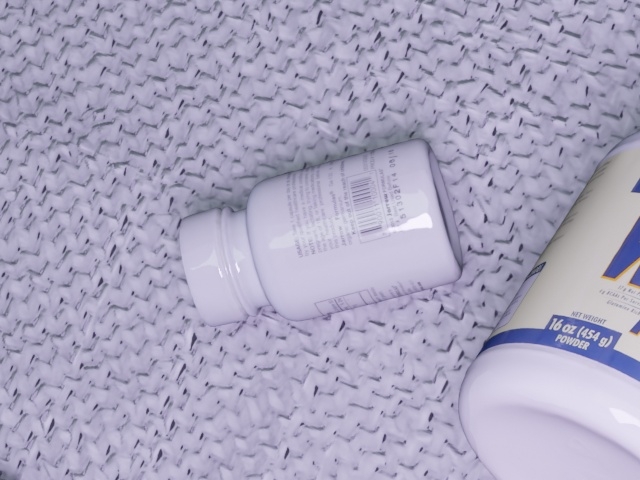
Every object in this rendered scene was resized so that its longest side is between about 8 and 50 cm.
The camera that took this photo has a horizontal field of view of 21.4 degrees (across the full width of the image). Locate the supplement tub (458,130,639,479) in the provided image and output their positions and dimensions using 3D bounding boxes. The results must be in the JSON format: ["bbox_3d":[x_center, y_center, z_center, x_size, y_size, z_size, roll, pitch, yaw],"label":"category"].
[{"bbox_3d":[0.276,0.059,1.295,0.235,0.235,0.325,27,63,18],"label":"supplement tub"}]

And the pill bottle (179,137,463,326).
[{"bbox_3d":[0.000,0.000,1.488,0.229,0.131,0.131,-15,74,9],"label":"pill bottle"}]

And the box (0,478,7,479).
[{"bbox_3d":[-0.389,0.372,1.519,0.242,0.076,0.307,-3,76,13],"label":"box"}]
